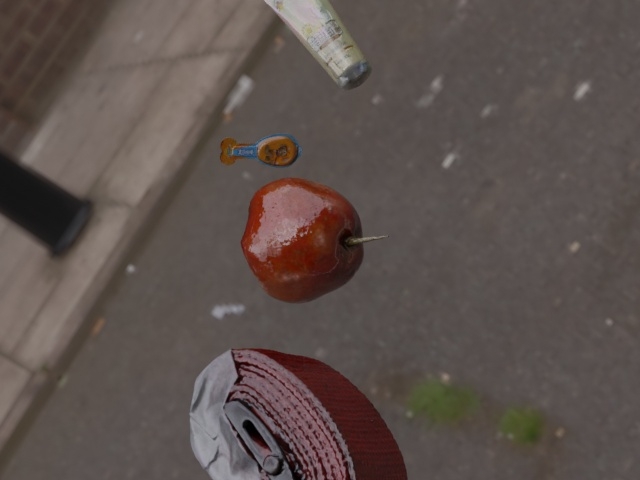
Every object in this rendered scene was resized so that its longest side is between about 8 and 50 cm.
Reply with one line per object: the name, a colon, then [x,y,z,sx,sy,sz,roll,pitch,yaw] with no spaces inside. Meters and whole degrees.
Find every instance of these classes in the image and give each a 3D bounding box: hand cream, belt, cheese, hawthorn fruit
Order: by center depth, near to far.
belt: [-0.025,0.180,1.333,0.128,0.124,0.201,-50,64,15]
hawthorn fruit: [-0.015,0.003,1.510,0.125,0.125,0.140,-54,40,3]
hand cream: [0.001,-0.222,1.605,0.061,0.143,0.039,-38,-8,7]
cheese: [-0.078,-0.118,2.035,0.017,0.111,0.047,-132,41,-73]
